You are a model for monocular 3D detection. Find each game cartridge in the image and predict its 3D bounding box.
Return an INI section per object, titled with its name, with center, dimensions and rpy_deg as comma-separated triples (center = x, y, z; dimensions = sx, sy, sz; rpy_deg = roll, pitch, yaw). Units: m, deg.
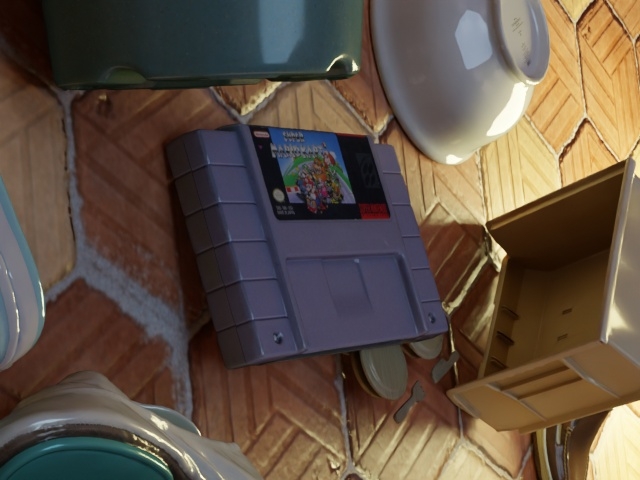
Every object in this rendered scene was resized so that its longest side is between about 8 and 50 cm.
[game cartridge]
center = 0.000, 0.000, 1.395
dimensions = 0.355, 0.068, 0.230
rpy_deg = -2, 77, -57

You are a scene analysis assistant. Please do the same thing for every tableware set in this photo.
[tableware set]
center = 0.079, 0.114, 1.537
dimensions = 0.128, 0.039, 0.194
rpy_deg = 64, 32, -7

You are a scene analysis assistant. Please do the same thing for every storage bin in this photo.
[storage bin]
center = 0.292, 0.075, 1.679
dimensions = 0.123, 0.260, 0.262
rpy_deg = 36, 51, -26

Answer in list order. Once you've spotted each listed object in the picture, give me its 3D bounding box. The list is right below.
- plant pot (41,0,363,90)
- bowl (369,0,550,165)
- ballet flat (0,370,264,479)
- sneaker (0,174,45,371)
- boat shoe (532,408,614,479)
[plant pot]
center = -0.098, -0.293, 1.133
dimensions = 0.341, 0.341, 0.334
rpy_deg = -11, 99, -57
[bowl]
center = 0.192, -0.249, 1.713
dimensions = 0.298, 0.134, 0.297
rpy_deg = 19, 66, -53
[ballet flat]
center = -0.156, 0.174, 1.085
dimensions = 0.400, 0.139, 0.139
rpy_deg = 39, 51, -57
[sneaker]
center = -0.286, -0.028, 0.776
dimensions = 0.208, 0.127, 0.319
rpy_deg = -46, 118, -54
[boat shoe]
center = 0.340, 0.227, 1.853
dimensions = 0.095, 0.095, 0.257
rpy_deg = 15, 70, -54
